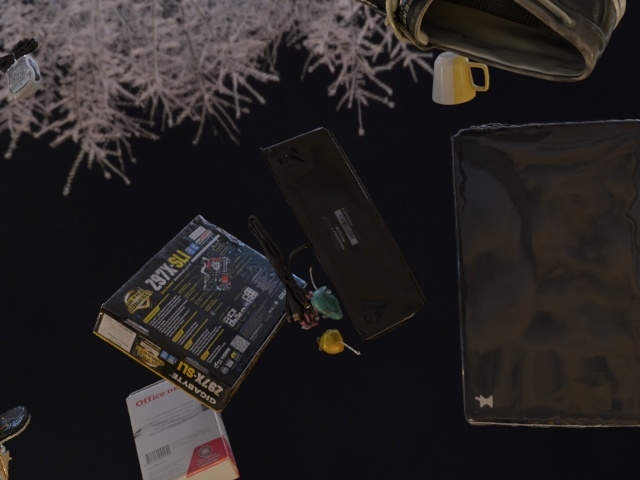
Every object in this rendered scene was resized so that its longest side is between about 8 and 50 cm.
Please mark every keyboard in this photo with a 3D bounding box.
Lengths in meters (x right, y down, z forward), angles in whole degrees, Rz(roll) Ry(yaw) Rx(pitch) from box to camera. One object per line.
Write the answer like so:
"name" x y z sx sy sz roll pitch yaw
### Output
"keyboard" 0.000 0.000 1.066 0.201 0.033 0.317 -23 -103 -23

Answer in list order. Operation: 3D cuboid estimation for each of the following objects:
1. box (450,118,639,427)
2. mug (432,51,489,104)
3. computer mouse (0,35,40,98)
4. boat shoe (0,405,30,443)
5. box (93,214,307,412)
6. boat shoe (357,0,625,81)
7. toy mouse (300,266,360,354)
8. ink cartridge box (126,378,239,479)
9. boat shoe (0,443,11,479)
"box" 0.402 0.024 1.368 0.297 0.472 0.480 -2 -81 15
"mug" 0.197 -0.238 1.079 0.078 0.064 0.062 -10 -152 0
"computer mouse" -0.607 -0.340 1.531 0.106 0.042 0.193 -37 -132 7
"boat shoe" -0.480 0.277 1.107 0.049 0.133 0.042 -5 -77 22
"box" -0.202 0.118 1.349 0.257 0.079 0.322 30 -142 4
"boat shoe" 0.104 -0.237 0.678 0.335 0.121 0.119 18 -121 12
"toy mouse" -0.007 0.116 1.217 0.031 0.161 0.143 -18 -84 -28
"ink cartridge box" -0.261 0.366 1.407 0.158 0.092 0.218 -22 -132 -6
"boat shoe" -0.367 0.244 0.818 0.063 0.170 0.059 10 -141 13
